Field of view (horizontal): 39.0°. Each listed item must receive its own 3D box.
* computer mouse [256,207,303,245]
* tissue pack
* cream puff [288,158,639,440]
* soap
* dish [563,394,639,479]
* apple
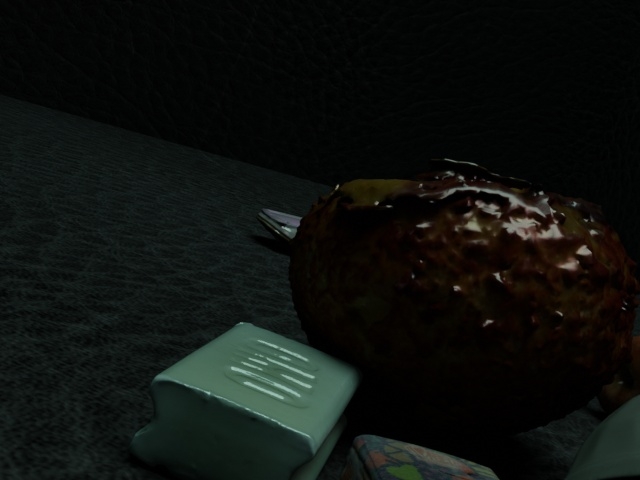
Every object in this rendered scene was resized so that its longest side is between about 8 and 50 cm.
[{"bbox_3d":[0.000,0.000,1.585,0.245,0.056,0.126,14,10,-32],"label":"computer mouse"},{"bbox_3d":[0.075,0.182,0.563,0.108,0.060,0.148,18,7,-12],"label":"tissue pack"},{"bbox_3d":[0.130,0.068,0.837,0.350,0.229,0.350,4,-8,1],"label":"cream puff"},{"bbox_3d":[-0.044,0.123,0.665,0.119,0.066,0.198,22,9,8],"label":"soap"},{"bbox_3d":[0.277,0.154,0.527,0.303,0.120,0.303,18,-30,11],"label":"dish"},{"bbox_3d":[0.406,0.178,1.112,0.102,0.126,0.126,17,9,-26],"label":"apple"}]
